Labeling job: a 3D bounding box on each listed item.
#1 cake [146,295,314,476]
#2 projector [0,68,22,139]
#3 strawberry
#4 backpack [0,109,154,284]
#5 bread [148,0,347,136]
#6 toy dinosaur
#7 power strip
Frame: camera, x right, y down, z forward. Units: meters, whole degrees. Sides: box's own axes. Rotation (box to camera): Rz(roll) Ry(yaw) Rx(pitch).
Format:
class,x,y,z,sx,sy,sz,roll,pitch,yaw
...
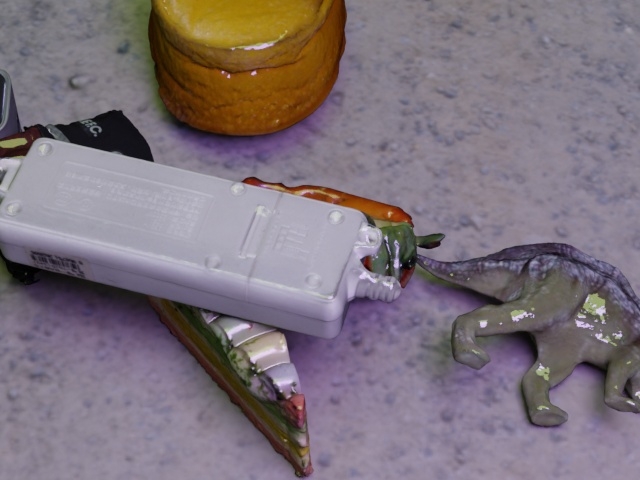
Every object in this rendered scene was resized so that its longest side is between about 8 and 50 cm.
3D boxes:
class,x,y,z,sx,sy,sz,roll,pitch,yaw
cake,-0.056,0.076,1.079,0.090,0.109,0.225,-32,62,-21
projector,-0.319,-0.101,1.205,0.083,0.082,0.083,-2,55,-4
strawberry,0.003,0.001,1.137,0.192,0.085,0.140,8,12,-8
backpack,-0.225,-0.051,1.160,0.165,0.106,0.120,-32,65,-23
bread,-0.071,-0.224,1.268,0.195,0.143,0.270,-1,53,-1
toy dinosaur,0.221,0.076,1.118,0.294,0.077,0.162,18,51,-8
power strip,-0.099,-0.002,1.031,0.338,0.058,0.098,13,56,10
